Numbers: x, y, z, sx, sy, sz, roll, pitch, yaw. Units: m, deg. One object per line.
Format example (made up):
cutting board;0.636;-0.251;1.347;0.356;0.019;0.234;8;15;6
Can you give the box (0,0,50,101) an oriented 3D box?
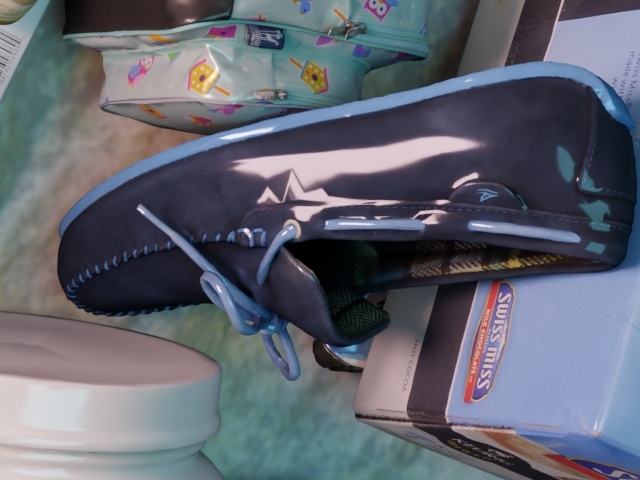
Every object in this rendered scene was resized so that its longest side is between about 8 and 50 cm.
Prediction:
box;-0.258;-0.114;1.049;0.186;0.038;0.145;27;86;-27

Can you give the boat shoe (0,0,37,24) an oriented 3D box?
boat shoe;-0.167;-0.194;1.049;0.056;0.048;0.153;9;71;-33

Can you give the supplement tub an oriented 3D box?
supplement tub;-0.174;0.216;1.031;0.241;0.241;0.331;5;97;-26

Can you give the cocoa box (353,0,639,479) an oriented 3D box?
cocoa box;0.212;-0.018;1.138;0.231;0.228;0.347;25;76;-30

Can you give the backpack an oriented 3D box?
backpack;-0.031;-0.129;1.080;0.188;0.166;0.144;-7;93;-35

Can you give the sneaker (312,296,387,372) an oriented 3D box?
sneaker;0.059;0.034;1.218;0.162;0.063;0.073;-23;98;-29

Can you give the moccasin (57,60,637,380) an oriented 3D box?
moccasin;0.000;0.000;1.034;0.137;0.342;0.117;19;60;-54
